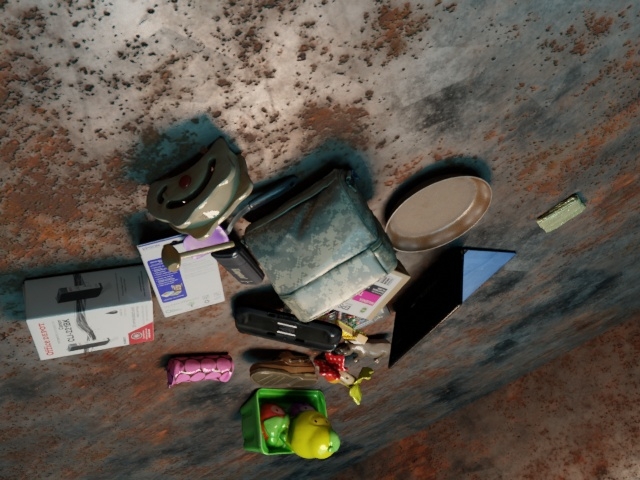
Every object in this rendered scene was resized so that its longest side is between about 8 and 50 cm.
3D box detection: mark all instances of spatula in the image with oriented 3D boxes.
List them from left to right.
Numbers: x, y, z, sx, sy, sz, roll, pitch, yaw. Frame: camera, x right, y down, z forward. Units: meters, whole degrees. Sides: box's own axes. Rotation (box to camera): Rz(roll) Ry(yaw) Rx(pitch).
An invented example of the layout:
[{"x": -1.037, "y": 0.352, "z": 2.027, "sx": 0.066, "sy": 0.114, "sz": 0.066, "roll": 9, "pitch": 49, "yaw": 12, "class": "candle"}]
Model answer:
[{"x": -0.172, "y": -0.059, "z": 1.300, "sx": 0.296, "sy": 0.030, "sz": 0.084, "roll": -38, "pitch": 144, "yaw": -12, "class": "spatula"}]

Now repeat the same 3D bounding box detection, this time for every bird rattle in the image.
[{"x": 0.058, "y": 0.495, "z": 2.145, "sx": 0.254, "sy": 0.143, "sz": 0.207, "roll": 29, "pitch": 163, "yaw": -29, "class": "bird rattle"}]

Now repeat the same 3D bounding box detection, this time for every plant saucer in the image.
[{"x": 0.312, "y": -0.080, "z": 1.584, "sx": 0.311, "sy": 0.050, "sz": 0.310, "roll": -15, "pitch": 147, "yaw": -10, "class": "plant saucer"}]

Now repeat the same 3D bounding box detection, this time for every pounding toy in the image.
[{"x": -0.247, "y": -0.071, "z": 1.214, "sx": 0.269, "sy": 0.154, "sz": 0.155, "roll": -46, "pitch": 143, "yaw": 2, "class": "pounding toy"}]

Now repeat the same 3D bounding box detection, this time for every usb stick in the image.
[{"x": -0.200, "y": 0.060, "z": 1.442, "sx": 0.077, "sy": 0.045, "sz": 0.278, "roll": -9, "pitch": 162, "yaw": 4, "class": "usb stick"}]

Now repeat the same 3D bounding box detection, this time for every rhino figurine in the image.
[{"x": 0.157, "y": 0.403, "z": 2.159, "sx": 0.243, "sy": 0.073, "sz": 0.106, "roll": 6, "pitch": 144, "yaw": -24, "class": "rhino figurine"}]

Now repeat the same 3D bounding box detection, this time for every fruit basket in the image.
[{"x": -0.084, "y": 0.717, "z": 2.273, "sx": 0.392, "sy": 0.282, "sz": 0.392, "roll": -7, "pitch": 156, "yaw": -3, "class": "fruit basket"}]

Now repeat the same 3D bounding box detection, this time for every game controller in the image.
[{"x": -0.096, "y": 0.252, "z": 1.697, "sx": 0.319, "sy": 0.067, "sz": 0.166, "roll": 12, "pitch": 142, "yaw": 1, "class": "game controller"}]

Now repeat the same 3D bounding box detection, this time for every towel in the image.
[{"x": 0.766, "y": -0.082, "z": 1.852, "sx": 0.148, "sy": 0.027, "sz": 0.110, "roll": -38, "pitch": 144, "yaw": 23, "class": "towel"}]

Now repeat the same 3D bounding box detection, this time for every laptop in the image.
[{"x": 0.441, "y": 0.226, "z": 1.933, "sx": 0.236, "sy": 0.407, "sz": 0.382, "roll": 29, "pitch": 129, "yaw": -9, "class": "laptop"}]

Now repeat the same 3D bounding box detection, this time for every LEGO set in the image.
[{"x": 0.029, "y": 0.222, "z": 1.759, "sx": 0.287, "sy": 0.107, "sz": 0.132, "roll": 17, "pitch": 157, "yaw": -12, "class": "LEGO set"}]

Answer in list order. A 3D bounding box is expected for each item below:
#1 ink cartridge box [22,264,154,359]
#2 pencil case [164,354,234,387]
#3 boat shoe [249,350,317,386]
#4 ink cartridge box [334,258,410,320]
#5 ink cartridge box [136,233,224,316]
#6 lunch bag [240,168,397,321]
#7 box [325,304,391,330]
[{"x": -0.549, "y": 0.173, "z": 1.402, "sx": 0.273, "sy": 0.114, "sz": 0.197, "roll": -7, "pitch": 144, "yaw": -19, "class": "ink cartridge box"}, {"x": -0.385, "y": 0.417, "z": 1.863, "sx": 0.209, "sy": 0.095, "sz": 0.098, "roll": 4, "pitch": 104, "yaw": -31, "class": "pencil case"}, {"x": -0.137, "y": 0.444, "z": 2.030, "sx": 0.111, "sy": 0.104, "sz": 0.307, "roll": -29, "pitch": 148, "yaw": 27, "class": "boat shoe"}, {"x": 0.111, "y": 0.116, "z": 1.670, "sx": 0.235, "sy": 0.088, "sz": 0.193, "roll": 21, "pitch": 117, "yaw": -39, "class": "ink cartridge box"}, {"x": -0.333, "y": 0.064, "z": 1.416, "sx": 0.166, "sy": 0.065, "sz": 0.332, "roll": -14, "pitch": 147, "yaw": -13, "class": "ink cartridge box"}, {"x": 0.000, "y": 0.000, "z": 1.379, "sx": 0.305, "sy": 0.212, "sz": 0.256, "roll": -30, "pitch": 120, "yaw": 14, "class": "lunch bag"}, {"x": 0.098, "y": 0.231, "z": 1.893, "sx": 0.233, "sy": 0.059, "sz": 0.183, "roll": -25, "pitch": 144, "yaw": 6, "class": "box"}]
